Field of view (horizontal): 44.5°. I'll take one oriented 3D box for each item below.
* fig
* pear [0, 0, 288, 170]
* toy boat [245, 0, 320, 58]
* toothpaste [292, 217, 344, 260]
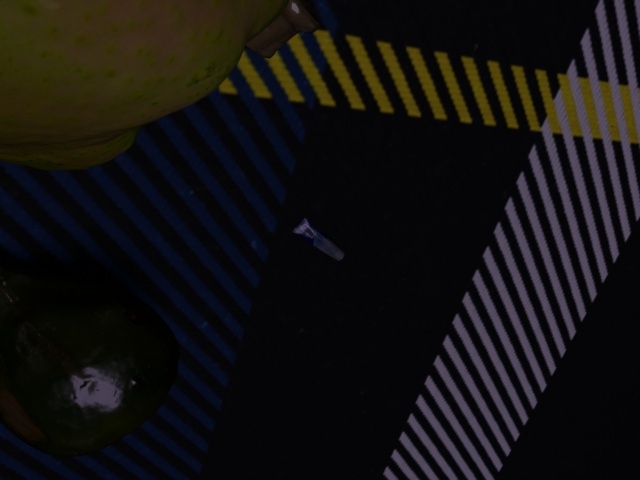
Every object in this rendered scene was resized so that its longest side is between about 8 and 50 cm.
[{"bbox_3d":[-0.267,0.108,0.827,0.195,0.195,0.245,-34,99,-4],"label":"fig"},{"bbox_3d":[-0.192,-0.219,0.479,0.390,0.391,0.391,-16,129,-20],"label":"pear"},{"bbox_3d":[-0.064,-0.223,0.680,0.061,0.188,0.116,-39,134,12],"label":"toy boat"},{"bbox_3d":[0.000,0.000,0.998,0.024,0.015,0.083,-47,127,10],"label":"toothpaste"}]
